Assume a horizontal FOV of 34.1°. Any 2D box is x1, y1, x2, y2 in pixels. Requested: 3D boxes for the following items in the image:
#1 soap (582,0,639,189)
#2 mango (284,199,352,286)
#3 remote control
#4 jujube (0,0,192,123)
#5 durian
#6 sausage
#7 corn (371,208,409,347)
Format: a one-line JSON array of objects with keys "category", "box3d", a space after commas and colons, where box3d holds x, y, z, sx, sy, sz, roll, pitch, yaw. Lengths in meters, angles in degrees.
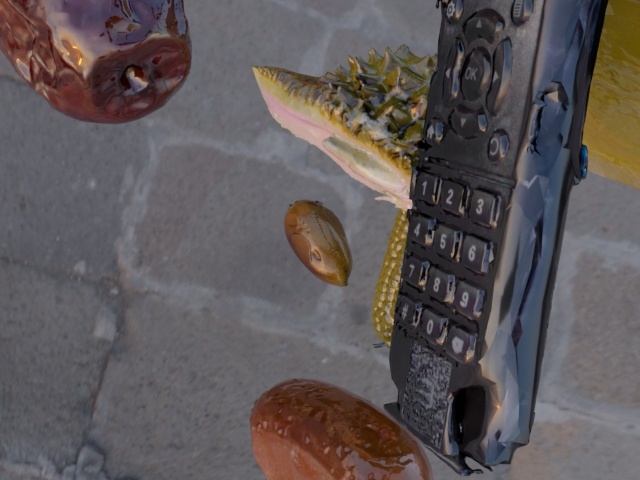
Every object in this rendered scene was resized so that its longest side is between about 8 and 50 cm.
[{"category": "soap", "box3d": [0.247, -0.137, 0.766, 0.199, 0.315, 0.091, 28, 76, 22]}, {"category": "mango", "box3d": [0.000, 0.000, 1.233, 0.063, 0.077, 0.127, -40, 52, 13]}, {"category": "remote control", "box3d": [0.112, -0.065, 0.619, 0.062, 0.144, 0.399, 4, 101, -24]}, {"category": "jujube", "box3d": [-0.320, -0.330, 1.399, 0.276, 0.276, 0.377, -27, 58, -23]}, {"category": "durian", "box3d": [0.034, -0.106, 0.844, 0.224, 0.078, 0.140, 22, 88, 15]}, {"category": "sausage", "box3d": [0.023, 0.224, 1.096, 0.133, 0.258, 0.133, -13, 112, -34]}, {"category": "corn", "box3d": [0.127, -0.007, 1.138, 0.101, 0.101, 0.310, 11, 109, -13]}]
